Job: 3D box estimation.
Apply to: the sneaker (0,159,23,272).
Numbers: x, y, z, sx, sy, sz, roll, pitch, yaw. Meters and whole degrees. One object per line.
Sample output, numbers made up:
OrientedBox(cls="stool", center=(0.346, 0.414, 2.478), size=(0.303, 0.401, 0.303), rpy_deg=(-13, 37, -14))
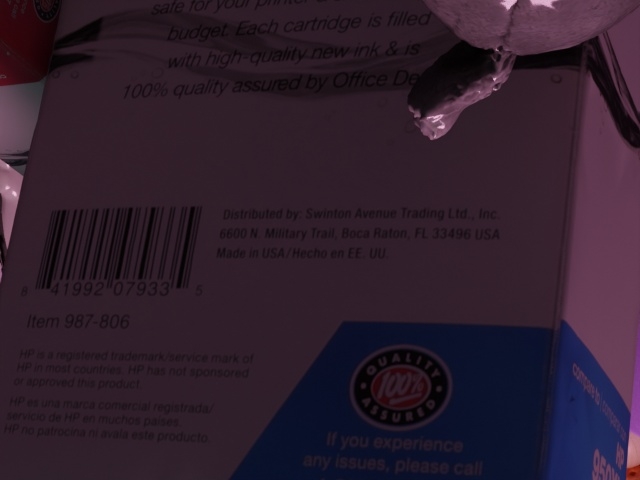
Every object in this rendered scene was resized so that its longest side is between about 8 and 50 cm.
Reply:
OrientedBox(cls="sneaker", center=(-0.172, -0.081, 1.145), size=(0.118, 0.107, 0.279), rpy_deg=(-12, 123, -17))

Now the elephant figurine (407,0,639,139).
OrientedBox(cls="elephant figurine", center=(0.095, -0.166, 0.580), size=(0.169, 0.186, 0.239), rpy_deg=(-21, 176, -8))

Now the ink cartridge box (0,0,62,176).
OrientedBox(cls="ink cartridge box", center=(-0.143, -0.132, 0.991), size=(0.100, 0.172, 0.237), rpy_deg=(-1, 155, 27))

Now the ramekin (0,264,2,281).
OrientedBox(cls="ramekin", center=(-0.229, -0.024, 1.301), size=(0.207, 0.109, 0.207), rpy_deg=(1, 135, 1))

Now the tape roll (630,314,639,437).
OrientedBox(cls="tape roll", center=(0.326, 0.122, 1.337), size=(0.275, 0.090, 0.275), rpy_deg=(23, -172, -3))

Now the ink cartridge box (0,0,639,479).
OrientedBox(cls="ink cartridge box", center=(0.014, -0.038, 0.863), size=(0.285, 0.395, 0.166), rpy_deg=(0, 158, 24))

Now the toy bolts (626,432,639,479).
OrientedBox(cls="toy bolts", center=(0.251, 0.139, 1.545), size=(0.228, 0.218, 0.158), rpy_deg=(26, 145, 32))
